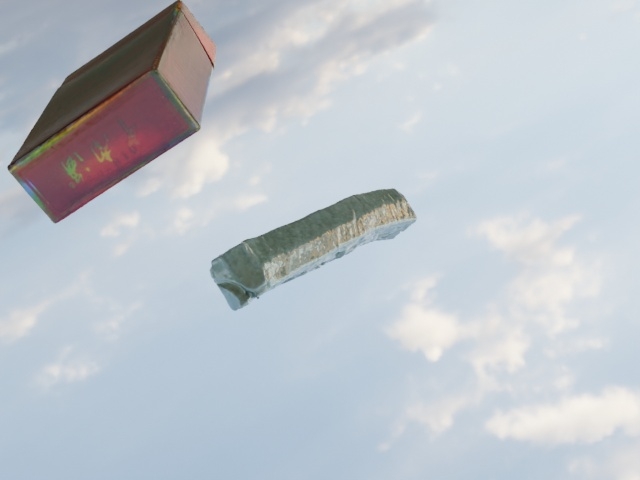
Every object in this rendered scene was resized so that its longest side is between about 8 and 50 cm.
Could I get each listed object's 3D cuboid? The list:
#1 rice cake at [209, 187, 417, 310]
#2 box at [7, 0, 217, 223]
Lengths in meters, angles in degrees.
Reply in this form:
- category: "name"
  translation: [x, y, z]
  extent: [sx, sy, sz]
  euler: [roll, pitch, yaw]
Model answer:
- category: "rice cake"
  translation: [0.000, 0.000, 0.788]
  extent: [0.042, 0.045, 0.245]
  euler: [-39, 171, 37]
- category: "box"
  translation: [-0.230, -0.163, 1.150]
  extent: [0.197, 0.089, 0.313]
  euler: [-32, -156, 13]
